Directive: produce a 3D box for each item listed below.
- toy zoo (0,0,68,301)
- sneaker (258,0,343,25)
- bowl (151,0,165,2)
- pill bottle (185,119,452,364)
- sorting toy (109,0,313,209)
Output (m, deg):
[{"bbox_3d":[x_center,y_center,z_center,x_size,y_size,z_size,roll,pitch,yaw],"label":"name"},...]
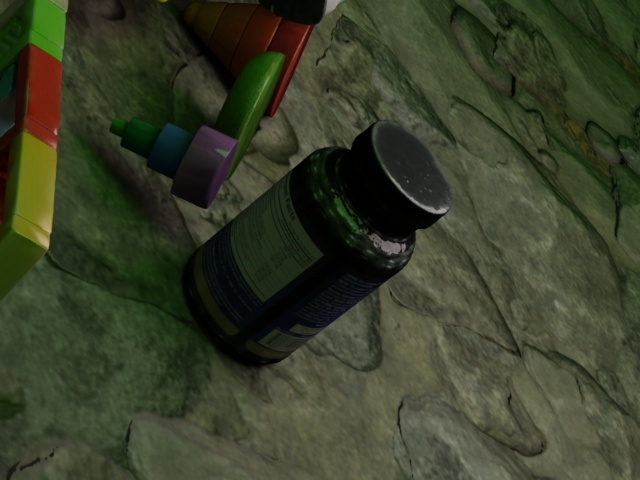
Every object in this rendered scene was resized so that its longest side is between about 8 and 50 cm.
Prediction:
[{"bbox_3d":[-0.242,-0.021,1.130,0.030,0.192,0.293,32,34,-32],"label":"toy zoo"},{"bbox_3d":[-0.029,-0.355,1.723,0.182,0.158,0.410,-12,44,-26],"label":"sneaker"},{"bbox_3d":[-0.210,-0.366,1.556,0.156,0.289,0.289,3,38,3],"label":"bowl"},{"bbox_3d":[0.000,0.000,1.418,0.123,0.219,0.123,35,33,-27],"label":"pill bottle"},{"bbox_3d":[-0.105,-0.147,1.578,0.126,0.127,0.365,26,30,1],"label":"sorting toy"}]
